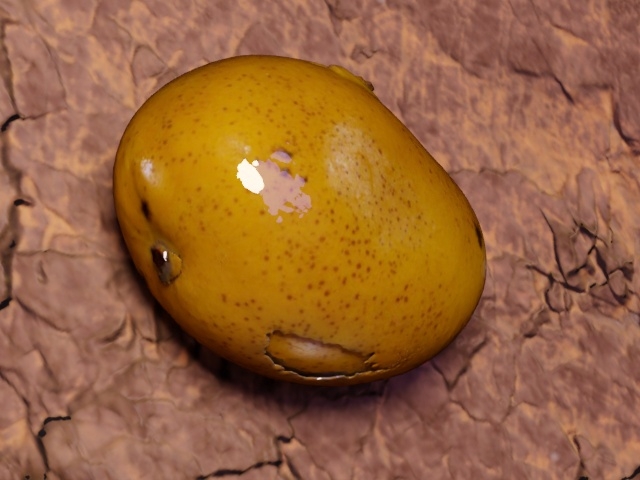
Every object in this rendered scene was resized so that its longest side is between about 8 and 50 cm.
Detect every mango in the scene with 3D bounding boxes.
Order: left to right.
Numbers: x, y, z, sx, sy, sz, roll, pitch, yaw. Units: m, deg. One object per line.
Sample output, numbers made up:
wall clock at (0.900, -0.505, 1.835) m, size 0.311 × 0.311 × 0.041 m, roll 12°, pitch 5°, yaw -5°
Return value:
mango at (0.000, 0.000, 1.164) m, size 0.290 × 0.160 × 0.191 m, roll 19°, pitch 54°, yaw -40°
